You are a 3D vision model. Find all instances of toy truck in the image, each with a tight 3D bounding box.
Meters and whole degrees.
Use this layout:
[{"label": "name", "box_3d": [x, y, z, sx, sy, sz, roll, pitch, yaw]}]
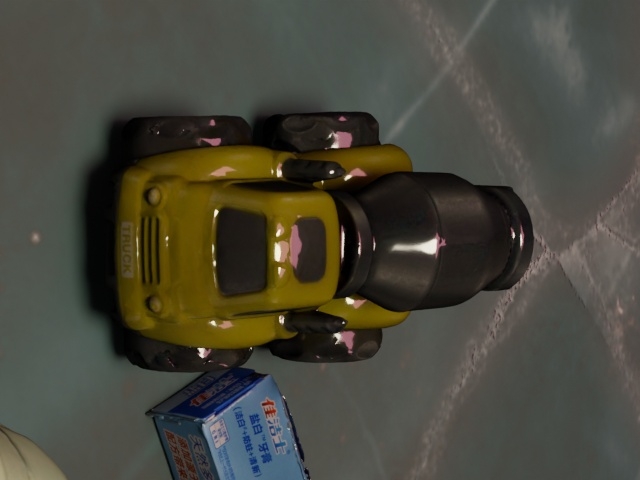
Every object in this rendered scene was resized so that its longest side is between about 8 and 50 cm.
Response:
[{"label": "toy truck", "box_3d": [0.000, 0.000, 0.761, 0.224, 0.165, 0.147, -3, 94, -48]}]

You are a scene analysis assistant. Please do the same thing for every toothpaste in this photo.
[{"label": "toothpaste", "box_3d": [-0.028, 0.208, 0.825, 0.066, 0.053, 0.272, -31, 115, -38]}]

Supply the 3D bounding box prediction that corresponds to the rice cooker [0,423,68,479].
[{"label": "rice cooker", "box_3d": [-0.228, 0.189, 0.396, 0.325, 0.335, 0.335, 24, 73, -45]}]
